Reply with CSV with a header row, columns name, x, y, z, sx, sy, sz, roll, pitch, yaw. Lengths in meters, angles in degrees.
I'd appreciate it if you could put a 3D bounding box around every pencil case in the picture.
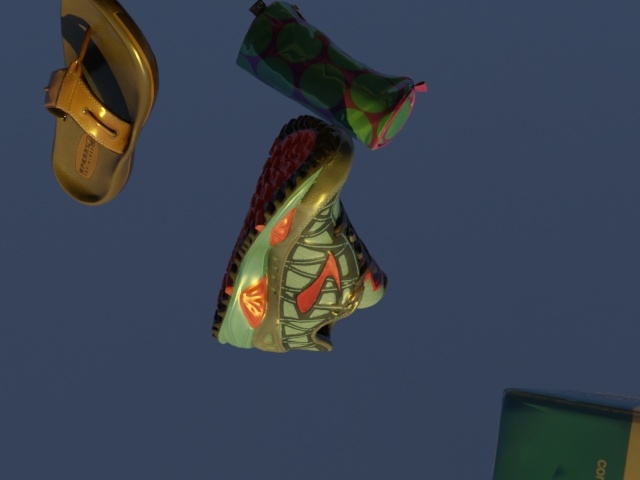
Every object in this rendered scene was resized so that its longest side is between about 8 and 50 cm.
name,x,y,z,sx,sy,sz,roll,pitch,yaw
pencil case,0.006,-0.137,1.421,0.151,0.064,0.070,34,-100,13

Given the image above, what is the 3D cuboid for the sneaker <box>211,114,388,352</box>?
name,x,y,z,sx,sy,sz,roll,pitch,yaw
sneaker,0.000,0.000,1.380,0.125,0.262,0.104,16,-127,-7

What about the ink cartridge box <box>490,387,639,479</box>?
name,x,y,z,sx,sy,sz,roll,pitch,yaw
ink cartridge box,0.163,0.099,0.565,0.190,0.139,0.082,9,-92,25

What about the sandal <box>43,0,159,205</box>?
name,x,y,z,sx,sy,sz,roll,pitch,yaw
sandal,-0.176,-0.099,1.291,0.090,0.219,0.060,37,-129,13
